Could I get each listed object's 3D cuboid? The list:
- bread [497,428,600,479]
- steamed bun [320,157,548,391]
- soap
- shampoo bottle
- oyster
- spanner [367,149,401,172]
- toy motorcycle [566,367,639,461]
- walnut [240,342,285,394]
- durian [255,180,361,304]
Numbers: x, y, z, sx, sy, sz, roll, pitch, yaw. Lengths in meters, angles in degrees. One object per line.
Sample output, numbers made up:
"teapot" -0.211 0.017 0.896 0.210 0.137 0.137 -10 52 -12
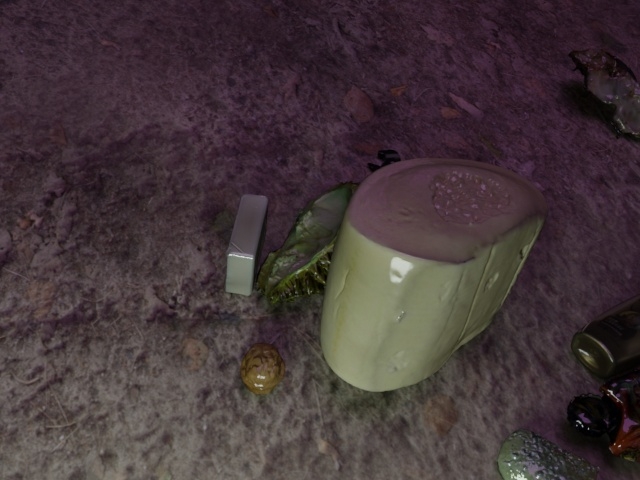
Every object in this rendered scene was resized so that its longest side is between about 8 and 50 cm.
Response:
"bread" 0.410 0.427 1.495 0.172 0.064 0.232 -5 48 -13
"steamed bun" 0.184 0.044 1.613 0.290 0.371 0.456 37 40 27
"soap" -0.153 0.007 1.759 0.063 0.121 0.183 9 46 -1
"shampoo bottle" 0.677 0.173 1.782 0.350 0.084 0.125 -21 51 -29
"oyster" 0.802 -0.396 2.326 0.197 0.133 0.337 -6 57 -53
"spanner" 0.237 -0.115 2.027 0.087 0.024 0.316 -30 59 -32
"toy motorcycle" 0.663 0.310 1.611 0.401 0.134 0.207 -20 53 -26
"walnut" -0.105 0.235 1.571 0.082 0.079 0.096 4 44 -5
"durian" 0.001 -0.007 1.785 0.198 0.163 0.394 26 53 17
